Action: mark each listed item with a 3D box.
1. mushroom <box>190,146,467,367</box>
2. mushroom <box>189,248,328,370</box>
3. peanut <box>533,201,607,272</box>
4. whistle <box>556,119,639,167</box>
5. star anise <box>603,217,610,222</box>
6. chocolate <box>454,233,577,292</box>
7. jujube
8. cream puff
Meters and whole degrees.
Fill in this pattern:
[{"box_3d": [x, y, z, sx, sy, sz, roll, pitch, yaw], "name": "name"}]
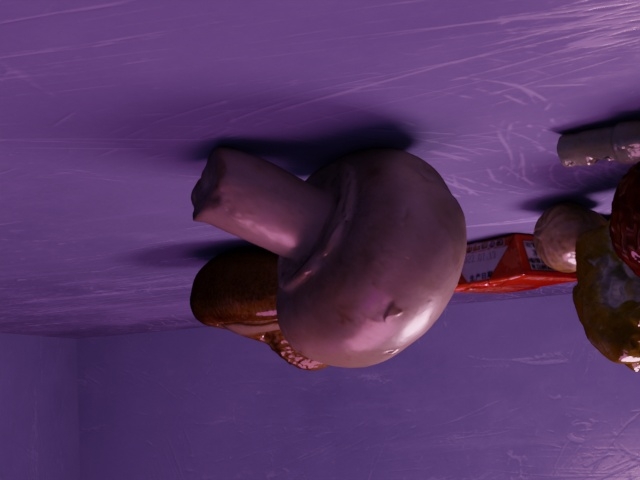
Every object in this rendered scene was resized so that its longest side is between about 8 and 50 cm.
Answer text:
[{"box_3d": [0.000, 0.000, 1.158, 0.336, 0.314, 0.314, 21, 163, -16], "name": "mushroom"}, {"box_3d": [-0.095, 0.146, 1.902, 0.346, 0.259, 0.345, -5, 170, -1], "name": "mushroom"}, {"box_3d": [0.456, -0.004, 1.657, 0.129, 0.129, 0.224, -9, 170, 27], "name": "peanut"}, {"box_3d": [0.412, -0.127, 1.095, 0.258, 0.067, 0.126, -6, -176, 40], "name": "whistle"}, {"box_3d": [0.577, 0.008, 1.848, 0.236, 0.108, 0.223, -6, 175, 2], "name": "star anise"}, {"box_3d": [0.430, 0.056, 2.056, 0.238, 0.107, 0.235, 6, 167, -40], "name": "chocolate"}, {"box_3d": [0.488, -0.035, 1.202, 0.213, 0.212, 0.232, -5, 176, 4], "name": "jujube"}, {"box_3d": [0.563, 0.064, 1.461, 0.275, 0.323, 0.270, 17, 156, -15], "name": "cream puff"}]
